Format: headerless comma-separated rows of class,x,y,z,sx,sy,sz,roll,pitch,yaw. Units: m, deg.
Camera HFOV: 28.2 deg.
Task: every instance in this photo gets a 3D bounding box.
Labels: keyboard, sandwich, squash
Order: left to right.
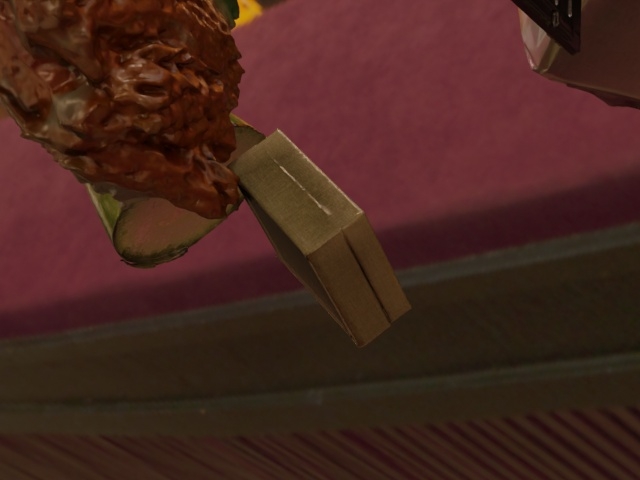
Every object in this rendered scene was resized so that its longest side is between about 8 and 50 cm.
sandwich,-0.112,-0.101,0.565,0.109,0.185,0.160,-10,63,18
squash,-0.109,-0.064,0.716,0.105,0.105,0.132,-48,67,10
keyboard,0.093,-0.182,0.743,0.013,0.204,0.061,-20,53,39

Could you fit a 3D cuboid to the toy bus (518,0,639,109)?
toy bus,0.278,-0.265,0.918,0.386,0.171,0.162,110,166,-52

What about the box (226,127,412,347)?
box,0.000,0.000,0.610,0.035,0.083,0.079,-37,48,-8
